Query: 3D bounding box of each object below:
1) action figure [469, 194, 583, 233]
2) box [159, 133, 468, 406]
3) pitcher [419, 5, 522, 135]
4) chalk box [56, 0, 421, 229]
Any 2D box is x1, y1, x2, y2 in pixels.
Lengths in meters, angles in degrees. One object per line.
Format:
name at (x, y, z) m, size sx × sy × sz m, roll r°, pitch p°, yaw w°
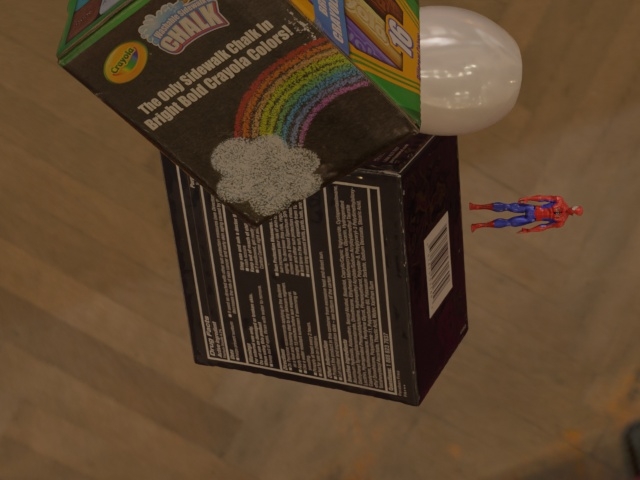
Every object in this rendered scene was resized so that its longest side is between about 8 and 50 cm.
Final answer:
action figure at (0.212, -0.027, 1.396) m, size 0.115 × 0.030 × 0.038 m, roll -4°, pitch 93°, yaw 10°
box at (0.000, 0.000, 1.554) m, size 0.183 × 0.294 × 0.296 m, roll -48°, pitch 139°, yaw -51°
pitcher at (0.081, -0.188, 1.329) m, size 0.207 × 0.125 × 0.178 m, roll 3°, pitch 54°, yaw -18°
chalk box at (-0.077, -0.185, 1.048) m, size 0.180 × 0.179 × 0.289 m, roll -29°, pitch 125°, yaw 28°
